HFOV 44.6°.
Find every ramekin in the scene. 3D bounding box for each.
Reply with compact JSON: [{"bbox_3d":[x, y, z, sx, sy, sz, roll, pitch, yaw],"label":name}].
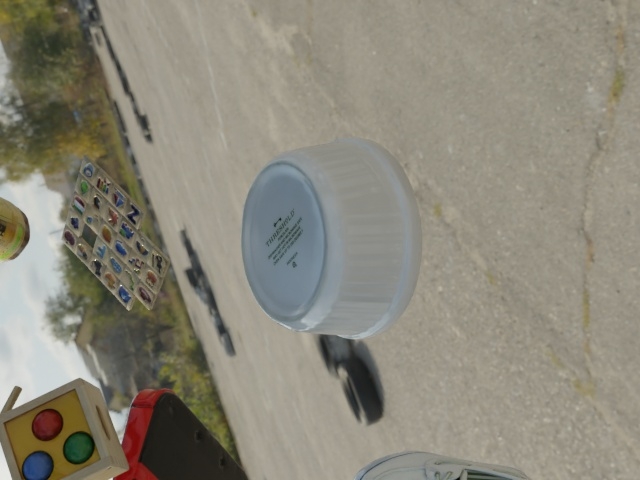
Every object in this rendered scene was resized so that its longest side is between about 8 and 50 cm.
[{"bbox_3d":[0.000,0.000,1.030,0.272,0.127,0.273,7,98,54],"label":"ramekin"}]

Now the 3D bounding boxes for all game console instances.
[{"bbox_3d":[-0.237,0.477,1.336,0.342,0.060,0.387,-82,-28,-44],"label":"game console"}]

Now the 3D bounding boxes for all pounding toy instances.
[{"bbox_3d":[-0.395,0.268,1.054,0.181,0.206,0.094,63,173,20],"label":"pounding toy"}]

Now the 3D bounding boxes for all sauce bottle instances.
[{"bbox_3d":[-0.531,-0.036,1.122,0.344,0.111,0.112,76,174,-82],"label":"sauce bottle"}]

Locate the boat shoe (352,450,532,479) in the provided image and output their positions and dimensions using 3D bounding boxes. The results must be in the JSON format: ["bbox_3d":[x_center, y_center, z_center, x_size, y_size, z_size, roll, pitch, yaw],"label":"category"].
[{"bbox_3d":[0.152,0.289,0.919,0.076,0.226,0.083,132,137,-73],"label":"boat shoe"}]

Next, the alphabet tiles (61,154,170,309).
[{"bbox_3d":[-0.349,0.001,1.329,0.237,0.009,0.198,42,127,18],"label":"alphabet tiles"}]
